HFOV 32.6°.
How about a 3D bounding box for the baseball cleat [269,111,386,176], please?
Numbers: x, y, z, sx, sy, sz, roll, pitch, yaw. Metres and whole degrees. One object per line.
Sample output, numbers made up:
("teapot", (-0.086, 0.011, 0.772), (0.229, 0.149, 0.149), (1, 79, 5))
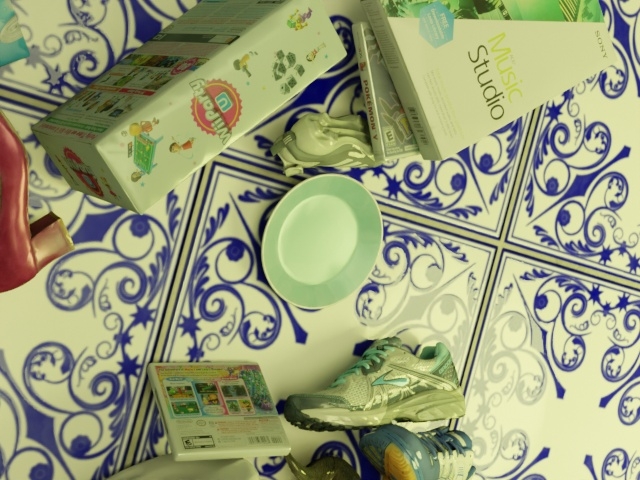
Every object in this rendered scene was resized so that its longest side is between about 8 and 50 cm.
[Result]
("baseball cleat", (0.008, -0.124, 1.444), (0.206, 0.109, 0.072), (10, 58, -55))

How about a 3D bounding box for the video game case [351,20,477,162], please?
("video game case", (0.133, -0.210, 1.484), (0.201, 0.023, 0.184), (-14, 96, -42))

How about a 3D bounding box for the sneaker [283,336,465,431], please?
("sneaker", (0.070, 0.199, 1.522), (0.283, 0.110, 0.122), (-1, 80, -33))

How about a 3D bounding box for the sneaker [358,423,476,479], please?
("sneaker", (0.142, 0.293, 1.499), (0.131, 0.112, 0.296), (-40, 154, -8))

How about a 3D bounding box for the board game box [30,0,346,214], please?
("board game box", (-0.154, -0.170, 1.248), (0.303, 0.224, 0.098), (-40, 117, -19))

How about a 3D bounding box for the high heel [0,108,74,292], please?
("high heel", (-0.379, -0.060, 1.223), (0.117, 0.082, 0.244), (-32, 120, -20))

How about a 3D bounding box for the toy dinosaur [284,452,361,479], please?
("toy dinosaur", (0.015, 0.375, 1.511), (0.160, 0.121, 0.314), (-44, 112, -31))

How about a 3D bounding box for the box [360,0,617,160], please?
("box", (0.233, -0.278, 1.461), (0.322, 0.058, 0.232), (-31, 108, -21))

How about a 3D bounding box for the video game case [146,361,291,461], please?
("video game case", (-0.128, 0.212, 1.379), (0.157, 0.143, 0.019), (3, 132, -30))

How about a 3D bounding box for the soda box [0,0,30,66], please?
("soda box", (-0.388, -0.288, 1.180), (0.067, 0.071, 0.210), (-26, 110, -24))

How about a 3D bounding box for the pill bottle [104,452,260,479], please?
("pill bottle", (-0.150, 0.481, 1.349), (0.224, 0.224, 0.392), (-17, 105, -27))

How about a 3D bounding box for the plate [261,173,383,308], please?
("plate", (0.000, 0.000, 1.470), (0.188, 0.024, 0.188), (-10, 111, -29))
